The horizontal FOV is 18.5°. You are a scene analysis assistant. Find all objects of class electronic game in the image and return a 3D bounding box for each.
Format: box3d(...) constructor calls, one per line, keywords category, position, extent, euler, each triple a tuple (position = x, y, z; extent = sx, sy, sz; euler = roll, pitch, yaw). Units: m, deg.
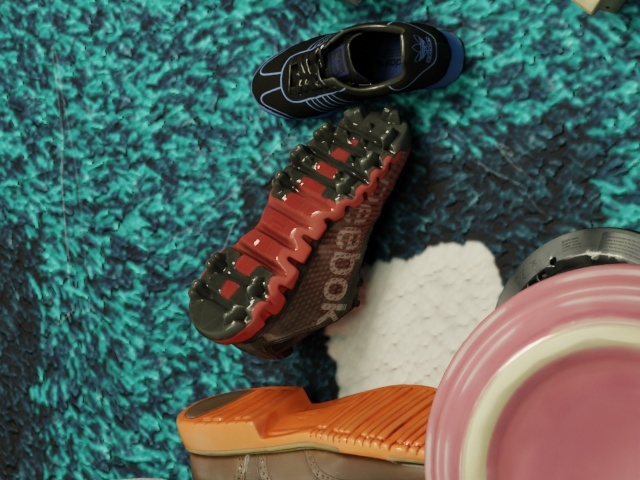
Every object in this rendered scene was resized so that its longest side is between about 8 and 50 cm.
box3d(category="electronic game", position=(0.247, 0.103, 1.683), extent=(0.229, 0.048, 0.229), euler=(4, 98, 33))

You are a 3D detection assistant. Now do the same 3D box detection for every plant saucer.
box3d(category="plant saucer", position=(0.242, 0.185, 1.592), extent=(0.332, 0.084, 0.332), euler=(0, 92, 15))

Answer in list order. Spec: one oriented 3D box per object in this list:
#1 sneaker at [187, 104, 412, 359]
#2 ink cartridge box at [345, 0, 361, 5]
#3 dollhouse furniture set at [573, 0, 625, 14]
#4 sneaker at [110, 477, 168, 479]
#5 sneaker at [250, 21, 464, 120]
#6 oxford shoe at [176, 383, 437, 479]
box3d(category="sneaker", position=(0.000, 0.000, 1.843), extent=(0.276, 0.135, 0.097), euler=(-52, 45, -4))
box3d(category="ink cartridge box", position=(-0.092, -0.429, 1.891), extent=(0.384, 0.160, 0.279), euler=(29, 104, 34))
box3d(category="dollhouse furniture set", position=(0.211, -0.312, 1.700), extent=(0.182, 0.101, 0.161), euler=(43, 112, 30))
box3d(category="sneaker", position=(-0.254, 0.337, 2.000), extent=(0.268, 0.101, 0.153), euler=(-19, 74, 31))
box3d(category="sneaker", position=(0.016, -0.163, 1.840), extent=(0.232, 0.090, 0.081), euler=(-10, 81, 35))
box3d(category="oxford shoe", position=(0.032, 0.212, 1.808), extent=(0.363, 0.130, 0.133), euler=(0, 107, 40))
